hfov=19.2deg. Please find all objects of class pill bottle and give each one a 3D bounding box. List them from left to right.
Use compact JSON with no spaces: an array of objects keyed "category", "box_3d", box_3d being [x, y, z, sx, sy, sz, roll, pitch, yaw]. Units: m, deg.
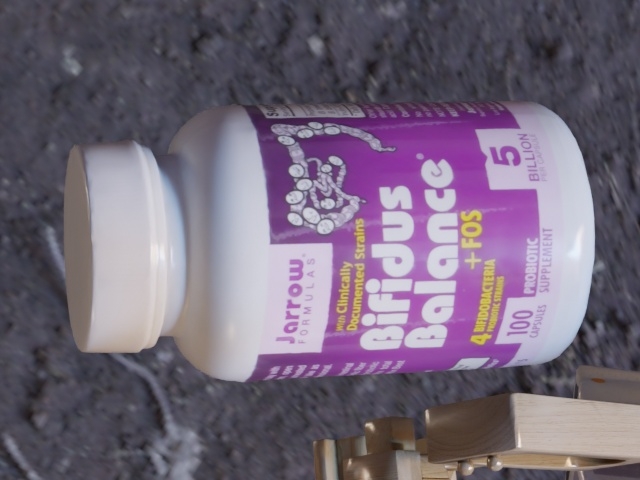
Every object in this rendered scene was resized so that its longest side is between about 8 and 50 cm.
[{"category":"pill bottle","box_3d":[0.000,0.000,1.159,0.301,0.169,0.169,-3,68,-15]}]

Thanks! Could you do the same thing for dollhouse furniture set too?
[{"category":"dollhouse furniture set","box_3d":[0.077,0.147,0.886,0.151,0.144,0.123,-15,73,40]}]

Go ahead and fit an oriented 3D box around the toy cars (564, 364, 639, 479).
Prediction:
[{"category":"toy cars","box_3d":[0.120,0.250,1.201,0.393,0.087,0.176,-44,93,5]}]
